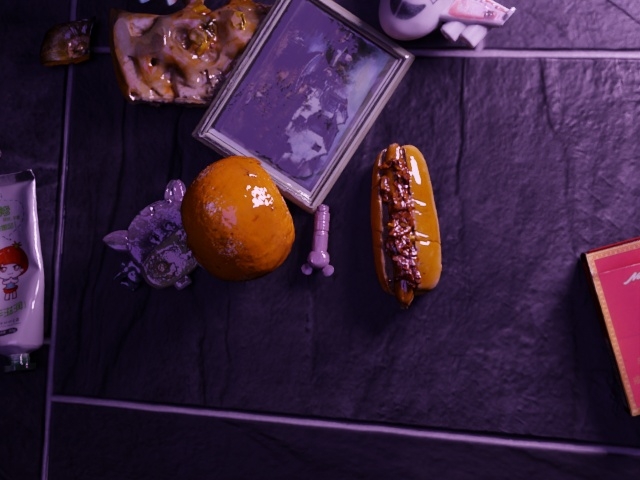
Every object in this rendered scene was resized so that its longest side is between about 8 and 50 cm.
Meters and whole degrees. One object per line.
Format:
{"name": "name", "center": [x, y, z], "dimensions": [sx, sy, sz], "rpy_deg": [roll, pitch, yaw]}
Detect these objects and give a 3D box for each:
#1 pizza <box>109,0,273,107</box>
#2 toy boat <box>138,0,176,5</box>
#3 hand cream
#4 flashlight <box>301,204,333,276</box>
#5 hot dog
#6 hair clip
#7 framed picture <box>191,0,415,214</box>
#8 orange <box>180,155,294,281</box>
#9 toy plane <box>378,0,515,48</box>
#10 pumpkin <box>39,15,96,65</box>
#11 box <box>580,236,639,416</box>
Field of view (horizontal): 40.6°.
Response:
{"name": "pizza", "center": [-0.192, -0.304, 1.368], "dimensions": [0.296, 0.071, 0.189], "rpy_deg": [-3, 84, 5]}
{"name": "toy boat", "center": [-0.327, -0.511, 1.356], "dimensions": [0.133, 0.145, 0.332], "rpy_deg": [-29, 70, -5]}
{"name": "hand cream", "center": [-0.512, 0.051, 1.429], "dimensions": [0.121, 0.076, 0.336], "rpy_deg": [-11, 79, 9]}
{"name": "flashlight", "center": [0.000, 0.000, 1.340], "dimensions": [0.052, 0.031, 0.110], "rpy_deg": [4, 84, 13]}
{"name": "hot dog", "center": [0.126, -0.022, 1.293], "dimensions": [0.102, 0.076, 0.249], "rpy_deg": [-4, 86, 8]}
{"name": "hair clip", "center": [-0.253, 0.013, 1.378], "dimensions": [0.187, 0.056, 0.146], "rpy_deg": [-42, 88, 4]}
{"name": "framed picture", "center": [-0.027, -0.222, 1.332], "dimensions": [0.232, 0.019, 0.296], "rpy_deg": [32, 95, -3]}
{"name": "orange", "center": [-0.126, -0.027, 1.283], "dimensions": [0.161, 0.193, 0.193], "rpy_deg": [-21, 84, 3]}
{"name": "toy plane", "center": [0.183, -0.402, 1.276], "dimensions": [0.252, 0.118, 0.252], "rpy_deg": [0, 89, 14]}
{"name": "pumpkin", "center": [-0.413, -0.327, 1.433], "dimensions": [0.101, 0.035, 0.073], "rpy_deg": [-6, 75, 14]}
{"name": "box", "center": [0.476, 0.113, 1.224], "dimensions": [0.153, 0.074, 0.240], "rpy_deg": [-16, 86, 14]}
